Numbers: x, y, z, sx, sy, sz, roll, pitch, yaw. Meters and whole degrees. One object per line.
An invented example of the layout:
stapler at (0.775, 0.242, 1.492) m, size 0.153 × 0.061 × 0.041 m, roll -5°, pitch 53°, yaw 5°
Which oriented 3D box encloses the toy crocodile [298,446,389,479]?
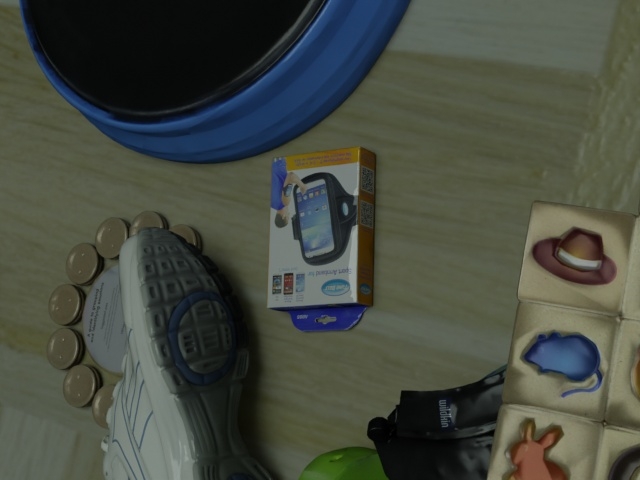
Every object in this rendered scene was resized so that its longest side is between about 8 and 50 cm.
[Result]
toy crocodile at (0.028, 0.309, 0.853) m, size 0.115 × 0.105 × 0.341 m, roll 140°, pitch 125°, yaw -64°

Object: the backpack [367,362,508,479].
backpack at (0.142, 0.132, 0.806) m, size 0.182 × 0.115 × 0.152 m, roll -36°, pitch 75°, yaw 20°

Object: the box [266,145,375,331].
box at (0.000, 0.000, 0.974) m, size 0.081 × 0.028 × 0.136 m, roll -6°, pitch 75°, yaw 31°

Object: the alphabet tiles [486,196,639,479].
alphabet tiles at (0.232, 0.111, 0.661) m, size 0.285 × 0.011 × 0.343 m, roll 9°, pitch 88°, yaw 19°

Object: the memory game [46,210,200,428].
memory game at (-0.159, 0.066, 1.068) m, size 0.186 × 0.012 × 0.186 m, roll -7°, pitch 77°, yaw 30°

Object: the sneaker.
sneaker at (-0.119, 0.136, 0.966) m, size 0.129 × 0.111 × 0.297 m, roll -20°, pitch 75°, yaw 35°

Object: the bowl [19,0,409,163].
bowl at (-0.096, -0.260, 1.060) m, size 0.391 × 0.077 × 0.391 m, roll -7°, pitch 76°, yaw 31°
